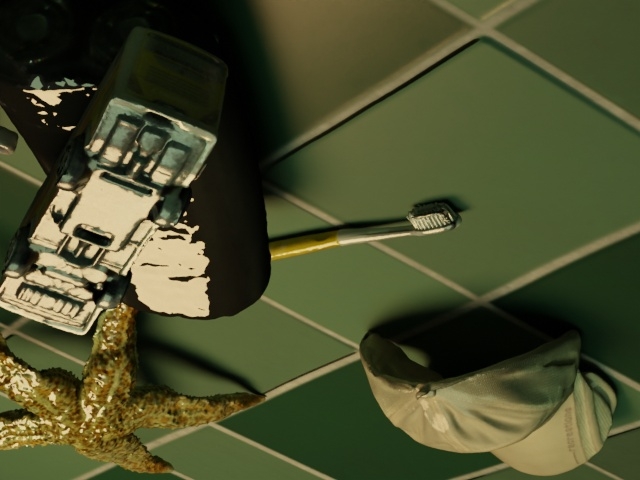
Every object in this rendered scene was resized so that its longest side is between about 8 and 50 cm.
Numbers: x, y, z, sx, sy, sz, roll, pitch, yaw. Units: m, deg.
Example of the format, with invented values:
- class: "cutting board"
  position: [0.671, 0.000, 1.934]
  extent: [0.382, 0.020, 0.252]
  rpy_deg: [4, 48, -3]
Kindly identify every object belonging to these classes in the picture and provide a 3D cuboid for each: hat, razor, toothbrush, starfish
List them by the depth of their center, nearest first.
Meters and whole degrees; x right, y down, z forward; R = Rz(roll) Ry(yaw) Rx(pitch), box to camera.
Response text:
- class: "razor"
  position: [-0.142, -0.066, 1.377]
  extent: [0.189, 0.107, 0.327]
  rpy_deg: [6, 145, 15]
- class: "toothbrush"
  position: [0.000, 0.000, 1.524]
  extent: [0.288, 0.021, 0.024]
  rpy_deg: [-11, 131, 39]
- class: "hat"
  position: [0.153, 0.172, 1.643]
  extent: [0.219, 0.164, 0.226]
  rpy_deg: [-4, 125, 33]
- class: "starfish"
  position: [-0.219, 0.159, 1.777]
  extent: [0.358, 0.078, 0.347]
  rpy_deg: [1, 136, -16]

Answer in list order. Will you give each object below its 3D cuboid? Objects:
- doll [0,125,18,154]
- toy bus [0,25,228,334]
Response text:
- class: "doll"
  position: [-0.419, -0.092, 1.484]
  extent: [0.365, 0.094, 0.160]
  rpy_deg: [3, 152, 21]
- class: "toy bus"
  position: [-0.152, -0.036, 1.235]
  extent: [0.092, 0.106, 0.268]
  rpy_deg: [21, 141, -15]
